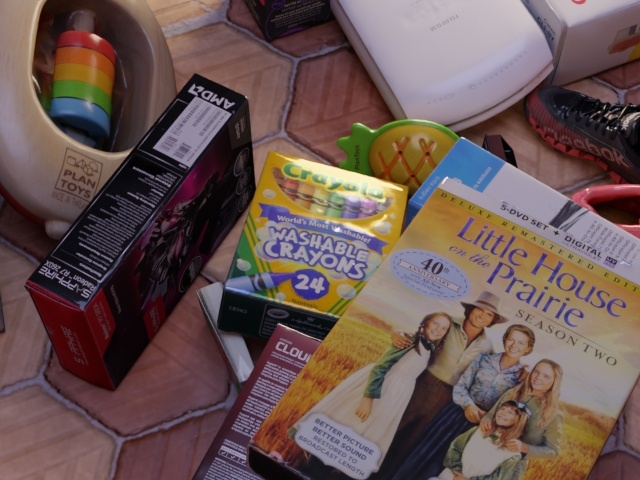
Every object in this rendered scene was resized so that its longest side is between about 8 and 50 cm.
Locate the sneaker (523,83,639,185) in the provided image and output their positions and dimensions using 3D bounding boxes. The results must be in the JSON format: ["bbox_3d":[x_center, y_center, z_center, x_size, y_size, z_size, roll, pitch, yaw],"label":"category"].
[{"bbox_3d":[0.416,-0.160,1.612,0.276,0.135,0.097,38,68,21],"label":"sneaker"}]

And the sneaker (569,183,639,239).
[{"bbox_3d":[0.476,-0.012,1.515,0.313,0.136,0.116,6,69,4],"label":"sneaker"}]

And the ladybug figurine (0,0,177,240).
[{"bbox_3d":[-0.356,-0.195,1.573,0.305,0.162,0.449,26,52,-33],"label":"ladybug figurine"}]

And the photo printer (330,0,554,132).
[{"bbox_3d":[0.186,-0.308,1.691,0.256,0.107,0.308,-27,62,1],"label":"photo printer"}]

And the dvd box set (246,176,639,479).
[{"bbox_3d":[0.163,0.144,1.181,0.307,0.062,0.420,28,57,17],"label":"dvd box set"}]

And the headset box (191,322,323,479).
[{"bbox_3d":[-0.051,0.255,1.308,0.110,0.218,0.293,22,62,12],"label":"headset box"}]

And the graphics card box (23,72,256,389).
[{"bbox_3d":[-0.218,-0.010,1.458,0.094,0.233,0.371,25,61,15],"label":"graphics card box"}]

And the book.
[{"bbox_3d":[-0.116,0.139,1.449,0.035,0.096,0.144,-21,60,-13],"label":"book"}]

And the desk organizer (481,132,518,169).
[{"bbox_3d":[0.272,-0.091,1.620,0.050,0.047,0.130,-5,59,-6],"label":"desk organizer"}]

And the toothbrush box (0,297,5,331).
[{"bbox_3d":[-0.518,-0.039,1.482,0.126,0.216,0.296,-12,61,-7],"label":"toothbrush box"}]

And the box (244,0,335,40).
[{"bbox_3d":[-0.043,-0.465,1.710,0.165,0.270,0.143,-21,62,-13],"label":"box"}]

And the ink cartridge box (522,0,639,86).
[{"bbox_3d":[0.467,-0.437,1.762,0.384,0.160,0.279,-20,61,-12],"label":"ink cartridge box"}]

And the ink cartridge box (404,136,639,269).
[{"bbox_3d":[0.265,0.041,1.437,0.307,0.223,0.129,32,65,17],"label":"ink cartridge box"}]

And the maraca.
[{"bbox_3d":[0.116,-0.118,1.593,0.185,0.127,0.099,3,34,9],"label":"maraca"}]

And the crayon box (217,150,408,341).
[{"bbox_3d":[0.000,0.000,1.481,0.203,0.083,0.323,14,44,-1],"label":"crayon box"}]
